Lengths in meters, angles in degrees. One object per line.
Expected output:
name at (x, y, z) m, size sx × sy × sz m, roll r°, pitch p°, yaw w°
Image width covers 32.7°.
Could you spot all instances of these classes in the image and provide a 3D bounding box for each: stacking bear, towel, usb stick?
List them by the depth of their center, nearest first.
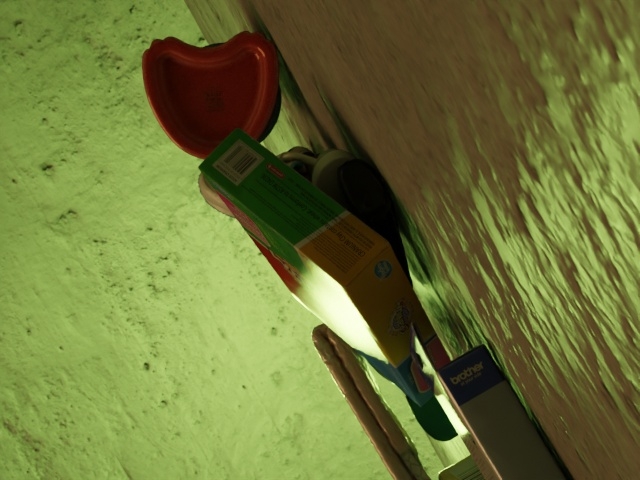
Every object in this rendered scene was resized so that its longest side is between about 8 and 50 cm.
usb stick at (0.063, -0.004, 1.206) m, size 0.077 × 0.045 × 0.278 m, roll 58°, pitch 177°, yaw 23°
stacking bear at (-0.127, -0.206, 1.528) m, size 0.289 × 0.175 × 0.164 m, roll -69°, pitch -25°, yaw -78°
towel at (0.103, 0.288, 1.635) m, size 0.317 × 0.053 × 0.332 m, roll 58°, pitch 178°, yaw 20°

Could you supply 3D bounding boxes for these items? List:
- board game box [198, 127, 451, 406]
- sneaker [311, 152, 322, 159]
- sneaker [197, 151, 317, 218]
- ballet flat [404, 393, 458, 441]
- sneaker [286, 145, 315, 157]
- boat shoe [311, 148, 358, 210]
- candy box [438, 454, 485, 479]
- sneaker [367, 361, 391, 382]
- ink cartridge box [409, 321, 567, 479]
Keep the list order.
board game box at (0.016, 0.037, 1.223) m, size 0.242 × 0.064 × 0.316 m, roll 39°, pitch 169°, yaw 34°
sneaker at (0.017, -0.065, 1.479) m, size 0.118 × 0.042 × 0.067 m, roll -109°, pitch -3°, yaw -57°
sneaker at (-0.054, -0.074, 1.385) m, size 0.092 × 0.228 × 0.087 m, roll 70°, pitch -144°, yaw -52°
ballet flat at (0.148, 0.179, 1.530) m, size 0.073 × 0.080 × 0.232 m, roll -73°, pitch -36°, yaw -53°
sneaker at (-0.011, -0.057, 1.614) m, size 0.163 × 0.086 × 0.226 m, roll 33°, pitch -156°, yaw 8°
boat shoe at (0.024, -0.062, 1.233) m, size 0.063 × 0.066 × 0.184 m, roll 58°, pitch -174°, yaw 28°
candy box at (0.285, 0.465, 1.594) m, size 0.316 × 0.087 × 0.183 m, roll 61°, pitch 178°, yaw 17°
sneaker at (0.090, 0.117, 1.609) m, size 0.232 × 0.090 × 0.115 m, roll 59°, pitch 174°, yaw 7°
ink cartridge box at (0.186, 0.215, 1.058) m, size 0.311 × 0.065 × 0.186 m, roll 57°, pitch 177°, yaw 16°
